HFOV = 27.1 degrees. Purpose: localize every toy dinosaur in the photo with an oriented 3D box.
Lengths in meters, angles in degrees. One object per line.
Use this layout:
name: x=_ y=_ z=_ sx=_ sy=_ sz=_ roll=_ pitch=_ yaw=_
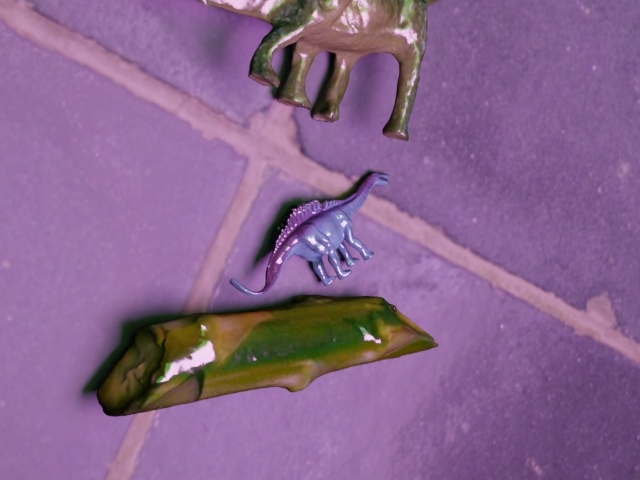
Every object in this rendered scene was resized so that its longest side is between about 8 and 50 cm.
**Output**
toy dinosaur: x=0.047 y=-0.253 z=1.184 sx=0.447 sy=0.087 sz=0.301 roll=22 pitch=85 yaw=-36
toy dinosaur: x=0.000 y=0.000 z=1.205 sx=0.197 sy=0.045 sz=0.080 roll=-37 pitch=98 yaw=-29

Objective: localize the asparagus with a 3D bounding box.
asparagus: x=-0.033 y=0.092 z=1.174 sx=0.343 sy=0.082 sz=0.085 roll=-8 pitch=95 yaw=-29
